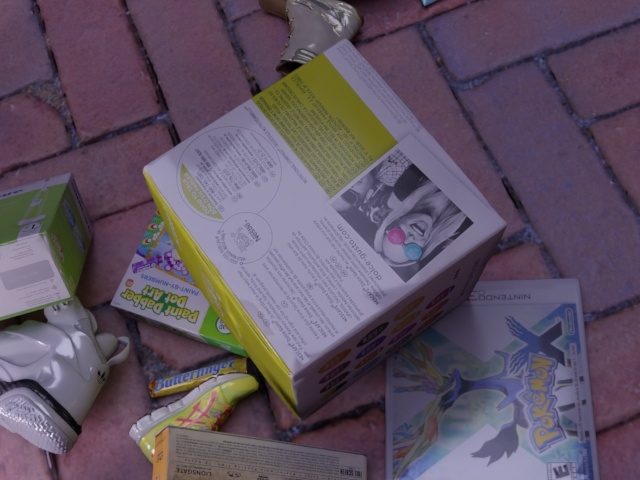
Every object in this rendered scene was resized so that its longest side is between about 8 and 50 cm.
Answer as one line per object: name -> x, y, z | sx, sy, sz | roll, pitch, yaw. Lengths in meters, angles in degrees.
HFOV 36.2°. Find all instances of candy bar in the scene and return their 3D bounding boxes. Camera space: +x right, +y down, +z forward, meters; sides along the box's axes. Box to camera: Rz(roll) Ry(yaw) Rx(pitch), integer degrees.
candy bar -> -0.190, 0.213, 1.519 | 0.161, 0.018, 0.040 | -14, 34, 1

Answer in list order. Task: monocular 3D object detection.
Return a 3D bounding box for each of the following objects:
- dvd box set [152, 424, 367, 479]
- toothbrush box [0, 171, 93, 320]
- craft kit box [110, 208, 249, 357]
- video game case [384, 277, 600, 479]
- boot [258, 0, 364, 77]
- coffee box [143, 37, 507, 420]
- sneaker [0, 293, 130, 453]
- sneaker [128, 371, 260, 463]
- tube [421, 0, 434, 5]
dvd box set -> -0.074, 0.465, 1.254 | 0.307, 0.062, 0.420 | 13, 58, -25
toothbrush box -> -0.488, 0.012, 1.542 | 0.206, 0.122, 0.283 | -16, 24, -1
craft kit box -> -0.177, 0.039, 1.582 | 0.250, 0.061, 0.246 | 15, 72, 20
video game case -> 0.246, 0.211, 1.448 | 0.300, 0.036, 0.329 | -2, 62, 8
boot -> -0.048, -0.380, 1.797 | 0.213, 0.077, 0.165 | 22, 69, 19
coffee box -> 0.000, 0.000, 1.359 | 0.334, 0.337, 0.338 | -35, 74, -11
sneaker -> -0.475, 0.169, 1.532 | 0.366, 0.137, 0.210 | 24, 60, 23
sneaker -> -0.175, 0.272, 1.464 | 0.208, 0.081, 0.094 | -31, 70, -2
tube -> 0.181, -0.535, 1.862 | 0.080, 0.052, 0.207 | -30, 65, -2
